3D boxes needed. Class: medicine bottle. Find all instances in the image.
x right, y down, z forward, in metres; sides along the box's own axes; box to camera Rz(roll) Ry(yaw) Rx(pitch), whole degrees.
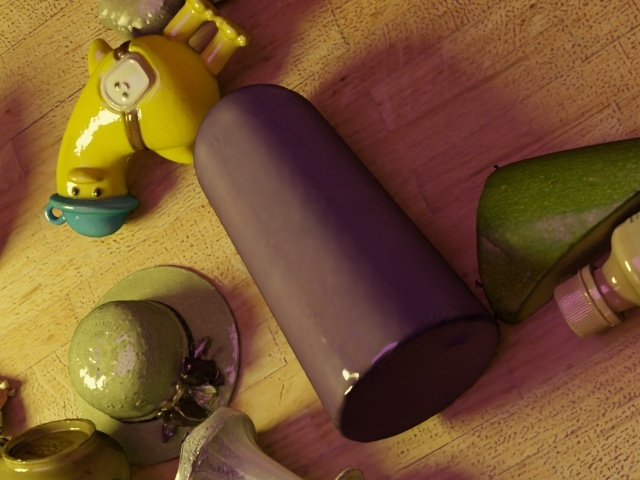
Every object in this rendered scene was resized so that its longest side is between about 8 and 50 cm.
[{"bbox_3d":[0.370,0.017,1.739,0.252,0.114,0.114,-33,66,20],"label":"medicine bottle"}]

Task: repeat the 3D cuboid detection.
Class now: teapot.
[{"bbox_3d":[-0.322,0.323,2.008,0.269,0.173,0.183,3,113,41],"label":"teapot"}]

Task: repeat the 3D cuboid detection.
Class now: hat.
[{"bbox_3d":[-0.240,0.148,2.031,0.257,0.130,0.257,-6,77,27],"label":"hat"}]

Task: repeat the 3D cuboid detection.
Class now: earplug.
[{"bbox_3d":[0.000,0.000,1.898,0.215,0.215,0.456,-43,60,14],"label":"earplug"}]

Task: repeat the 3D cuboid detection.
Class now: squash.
[{"bbox_3d":[0.315,-0.021,1.782,0.288,0.111,0.203,-5,78,26],"label":"squash"}]

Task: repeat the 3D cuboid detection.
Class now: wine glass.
[{"bbox_3d":[-0.058,0.296,1.894,0.196,0.165,0.165,17,88,22],"label":"wine glass"}]

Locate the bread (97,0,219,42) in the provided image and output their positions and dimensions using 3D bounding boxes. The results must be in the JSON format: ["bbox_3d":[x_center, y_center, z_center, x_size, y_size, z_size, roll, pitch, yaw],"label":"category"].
[{"bbox_3d":[-0.173,-0.413,2.135,0.183,0.102,0.337,9,82,27],"label":"bread"}]

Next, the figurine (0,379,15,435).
[{"bbox_3d":[-0.454,0.222,2.157,0.146,0.081,0.098,27,92,30],"label":"figurine"}]

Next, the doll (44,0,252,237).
[{"bbox_3d":[-0.241,-0.158,2.087,0.199,0.145,0.363,42,105,4],"label":"doll"}]
